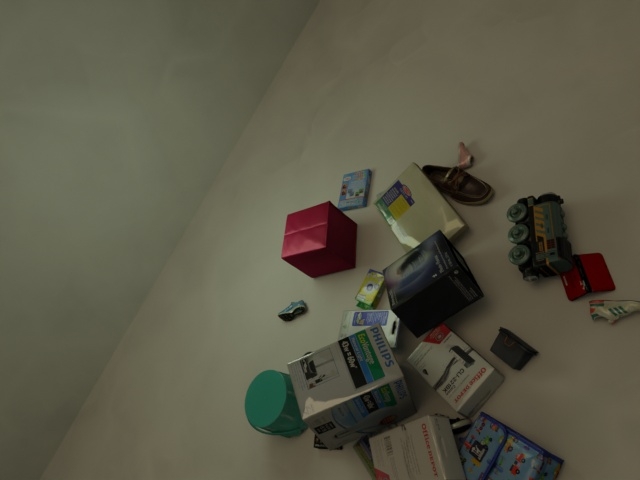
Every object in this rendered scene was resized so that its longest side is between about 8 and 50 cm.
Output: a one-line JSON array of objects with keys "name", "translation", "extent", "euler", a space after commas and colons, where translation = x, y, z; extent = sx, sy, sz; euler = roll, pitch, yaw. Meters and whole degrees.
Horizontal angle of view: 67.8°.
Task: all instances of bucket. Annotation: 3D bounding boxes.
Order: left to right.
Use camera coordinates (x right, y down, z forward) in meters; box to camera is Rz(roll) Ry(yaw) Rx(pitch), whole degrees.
[{"name": "bucket", "translation": [-0.182, 0.700, 2.058], "extent": [0.281, 0.183, 0.281], "euler": [-23, 50, 30]}]

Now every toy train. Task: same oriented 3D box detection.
[{"name": "toy train", "translation": [0.779, -0.018, 1.692], "extent": [0.190, 0.142, 0.334], "euler": [-18, 52, 41]}]

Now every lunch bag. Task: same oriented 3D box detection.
[{"name": "lunch bag", "translation": [0.555, 0.694, 1.488], "extent": [0.293, 0.138, 0.221], "euler": [19, 79, 58]}]

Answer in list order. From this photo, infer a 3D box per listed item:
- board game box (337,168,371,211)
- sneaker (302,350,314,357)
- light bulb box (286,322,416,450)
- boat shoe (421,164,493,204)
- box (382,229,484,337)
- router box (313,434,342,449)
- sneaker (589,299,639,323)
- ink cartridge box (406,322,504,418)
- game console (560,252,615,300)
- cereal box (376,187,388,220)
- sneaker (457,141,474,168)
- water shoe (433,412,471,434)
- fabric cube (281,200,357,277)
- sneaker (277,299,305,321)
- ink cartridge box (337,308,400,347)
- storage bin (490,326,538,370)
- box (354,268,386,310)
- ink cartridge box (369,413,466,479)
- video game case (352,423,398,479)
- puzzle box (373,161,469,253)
[{"name": "board game box", "translation": [0.176, -0.259, 2.454], "extent": [0.160, 0.039, 0.212], "euler": [-8, 60, 37]}, {"name": "sneaker", "translation": [-0.022, 0.591, 2.032], "extent": [0.126, 0.127, 0.321], "euler": [-46, 42, 11]}, {"name": "light bulb box", "translation": [0.121, 0.531, 1.708], "extent": [0.361, 0.358, 0.225], "euler": [-24, 48, 1]}, {"name": "boat shoe", "translation": [0.574, -0.254, 2.043], "extent": [0.123, 0.123, 0.342], "euler": [-54, 43, 0]}, {"name": "box", "translation": [0.412, 0.159, 1.812], "extent": [0.294, 0.183, 0.296], "euler": [-38, 20, 17]}, {"name": "router box", "translation": [0.033, 0.791, 1.920], "extent": [0.122, 0.038, 0.092], "euler": [-15, 55, 34]}, {"name": "sneaker", "translation": [0.933, 0.225, 1.492], "extent": [0.161, 0.057, 0.075], "euler": [-4, 79, 38]}, {"name": "ink cartridge box", "translation": [0.475, 0.456, 1.691], "extent": [0.197, 0.114, 0.273], "euler": [-50, 44, 3]}, {"name": "game console", "translation": [0.894, 0.124, 1.610], "extent": [0.124, 0.085, 0.144], "euler": [127, 149, -50]}, {"name": "cereal box", "translation": [0.387, -0.200, 2.228], "extent": [0.240, 0.047, 0.173], "euler": [-30, 48, 24]}, {"name": "sneaker", "translation": [0.648, -0.381, 2.114], "extent": [0.070, 0.051, 0.134], "euler": [-8, 63, 36]}, {"name": "water shoe", "translation": [0.421, 0.636, 1.655], "extent": [0.203, 0.073, 0.080], "euler": [-29, 47, 24]}, {"name": "fabric cube", "translation": [0.000, 0.000, 2.288], "extent": [0.258, 0.254, 0.259], "euler": [-17, 54, 34]}, {"name": "sneaker", "translation": [-0.138, 0.344, 2.348], "extent": [0.162, 0.063, 0.073], "euler": [-26, 32, 22]}, {"name": "ink cartridge box", "translation": [0.214, 0.372, 1.976], "extent": [0.332, 0.065, 0.165], "euler": [-11, 57, 48]}, {"name": "storage bin", "translation": [0.647, 0.371, 1.618], "extent": [0.135, 0.098, 0.091], "euler": [40, 103, 47]}, {"name": "box", "translation": [0.225, 0.223, 2.108], "extent": [0.105, 0.043, 0.179], "euler": [18, 79, 46]}, {"name": "ink cartridge box", "translation": [0.315, 0.726, 1.583], "extent": [0.283, 0.117, 0.207], "euler": [-39, 46, 35]}, {"name": "video game case", "translation": [0.240, 0.783, 1.757], "extent": [0.193, 0.023, 0.212], "euler": [-48, 44, 6]}, {"name": "puzzle box", "translation": [0.422, -0.114, 2.066], "extent": [0.272, 0.052, 0.409], "euler": [-46, 51, 24]}]
